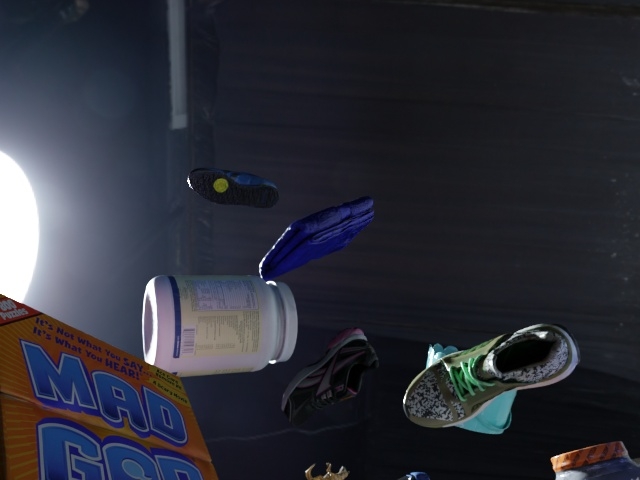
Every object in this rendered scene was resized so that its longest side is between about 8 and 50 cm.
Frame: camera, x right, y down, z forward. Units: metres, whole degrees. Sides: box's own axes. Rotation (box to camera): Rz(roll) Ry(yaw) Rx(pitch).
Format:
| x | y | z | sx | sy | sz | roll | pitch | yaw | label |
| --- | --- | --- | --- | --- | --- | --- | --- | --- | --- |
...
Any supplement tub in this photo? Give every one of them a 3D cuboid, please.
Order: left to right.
| x | y | z | sx | sy | sz | roll | pitch | yaw | label |
| --- | --- | --- | --- | --- | --- | --- | --- | --- | --- |
| -0.241 | 0.199 | 1.372 | 0.235 | 0.324 | 0.236 | -178 | 90 | -64 | supplement tub |
| 0.598 | 0.583 | 1.158 | 0.194 | 0.193 | 0.316 | 88 | 171 | -62 | supplement tub |

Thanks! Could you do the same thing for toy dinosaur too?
| x | y | z | sx | sy | sz | roll | pitch | yaw | label |
| --- | --- | --- | --- | --- | --- | --- | --- | --- | --- |
| -0.001 | 0.667 | 1.557 | 0.211 | 0.112 | 0.064 | -33 | -19 | -38 | toy dinosaur |

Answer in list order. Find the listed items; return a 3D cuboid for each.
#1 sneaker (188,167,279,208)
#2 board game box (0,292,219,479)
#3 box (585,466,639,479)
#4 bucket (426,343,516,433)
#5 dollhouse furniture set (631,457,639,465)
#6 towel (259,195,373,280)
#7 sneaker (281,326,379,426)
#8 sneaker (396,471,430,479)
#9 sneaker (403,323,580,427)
| x | y | z | sx | sy | sz | roll | pitch | yaw | label |
| --- | --- | --- | --- | --- | --- | --- | --- | --- | --- |
| -0.194 | -0.121 | 1.261 | 0.082 | 0.209 | 0.069 | 48 | 122 | 52 | sneaker |
| -0.377 | 0.360 | 0.735 | 0.356 | 0.356 | 0.356 | 44 | -175 | -46 | board game box |
| 0.603 | 0.473 | 0.839 | 0.294 | 0.182 | 0.296 | -39 | 45 | 40 | box |
| 0.425 | 0.420 | 1.645 | 0.281 | 0.281 | 0.183 | 16 | -93 | -86 | bucket |
| 0.749 | 0.715 | 1.359 | 0.286 | 0.198 | 0.303 | 37 | -146 | -43 | dollhouse furniture set |
| 0.000 | 0.000 | 1.498 | 0.308 | 0.076 | 0.228 | -22 | -22 | -48 | towel |
| 0.016 | 0.216 | 0.864 | 0.178 | 0.077 | 0.072 | -51 | -43 | 6 | sneaker |
| 0.126 | 0.520 | 1.117 | 0.081 | 0.090 | 0.232 | -98 | 29 | -49 | sneaker |
| 0.355 | 0.282 | 1.260 | 0.182 | 0.410 | 0.158 | 40 | -156 | -59 | sneaker |
